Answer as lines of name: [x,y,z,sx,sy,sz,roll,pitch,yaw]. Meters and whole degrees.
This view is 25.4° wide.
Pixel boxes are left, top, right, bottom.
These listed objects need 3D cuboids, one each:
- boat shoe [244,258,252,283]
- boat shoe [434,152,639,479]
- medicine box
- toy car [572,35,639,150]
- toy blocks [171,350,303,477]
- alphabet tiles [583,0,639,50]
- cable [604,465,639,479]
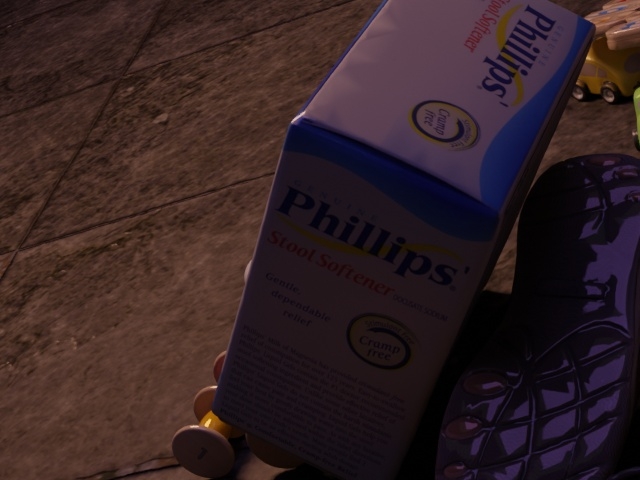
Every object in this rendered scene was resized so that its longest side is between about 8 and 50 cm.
boat shoe: [0.000,0.000,1.349,0.183,0.065,0.083,-26,23,-18]
boat shoe: [0.172,0.095,0.961,0.123,0.116,0.324,9,60,31]
medicine box: [0.061,-0.015,1.038,0.149,0.289,0.263,24,41,8]
toy car: [0.334,-0.156,1.359,0.239,0.053,0.225,-12,28,24]
toy blocks: [-0.042,0.122,1.157,0.123,0.054,0.148,-12,28,26]
alphabet tiles: [0.388,-0.238,1.383,0.278,0.021,0.284,-8,17,35]
cable: [0.089,0.200,0.823,0.287,0.072,0.140,-13,60,28]
